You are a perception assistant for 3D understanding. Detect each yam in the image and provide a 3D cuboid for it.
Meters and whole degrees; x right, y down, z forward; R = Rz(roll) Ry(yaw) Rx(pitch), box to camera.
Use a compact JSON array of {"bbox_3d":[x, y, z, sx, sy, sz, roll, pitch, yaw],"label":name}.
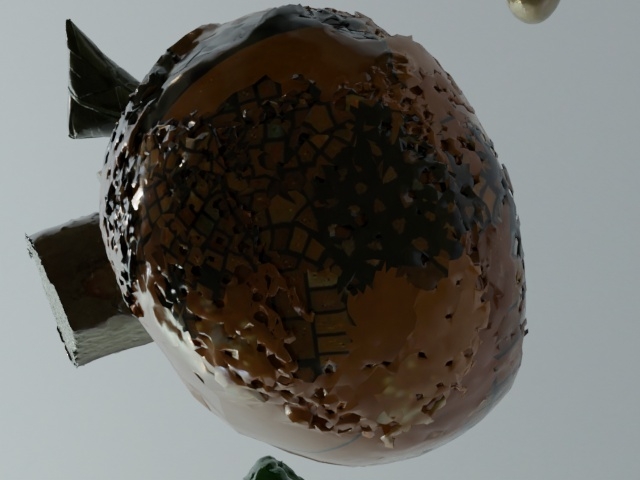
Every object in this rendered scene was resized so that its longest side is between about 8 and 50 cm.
[{"bbox_3d":[-0.128,0.022,0.959,0.238,0.129,0.128,-16,-86,-13],"label":"yam"}]

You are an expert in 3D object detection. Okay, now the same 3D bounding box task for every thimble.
[{"bbox_3d":[-0.036,0.308,1.200,0.090,0.118,0.130,-50,-134,-6],"label":"thimble"}]

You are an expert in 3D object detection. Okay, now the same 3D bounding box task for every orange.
[{"bbox_3d":[0.000,0.000,0.520,0.182,0.234,0.234,-36,-117,-8],"label":"orange"}]

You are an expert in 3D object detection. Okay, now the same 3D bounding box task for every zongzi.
[{"bbox_3d":[-0.190,-0.154,1.051,0.055,0.109,0.119,-104,-162,-55],"label":"zongzi"}]

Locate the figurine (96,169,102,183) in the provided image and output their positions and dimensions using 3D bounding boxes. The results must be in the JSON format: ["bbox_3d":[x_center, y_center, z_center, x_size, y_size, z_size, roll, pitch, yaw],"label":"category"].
[{"bbox_3d":[-0.102,-0.137,1.304,0.168,0.187,0.315,38,-100,19],"label":"figurine"}]

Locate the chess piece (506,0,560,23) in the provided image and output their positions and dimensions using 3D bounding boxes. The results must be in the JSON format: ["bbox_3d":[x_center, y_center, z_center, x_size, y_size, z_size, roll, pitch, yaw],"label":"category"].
[{"bbox_3d":[0.112,-0.323,1.032,0.307,0.124,0.139,47,-43,18],"label":"chess piece"}]
